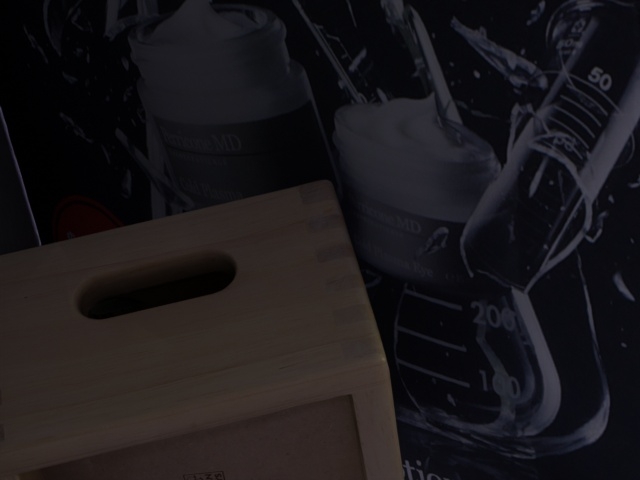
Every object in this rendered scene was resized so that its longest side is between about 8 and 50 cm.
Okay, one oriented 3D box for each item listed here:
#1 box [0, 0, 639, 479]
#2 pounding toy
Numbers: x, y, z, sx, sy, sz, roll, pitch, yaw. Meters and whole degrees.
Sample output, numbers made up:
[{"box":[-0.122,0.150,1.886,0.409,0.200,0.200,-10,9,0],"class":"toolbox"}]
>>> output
[{"box":[0.035,-0.055,0.620,0.343,0.179,0.313,11,-58,41],"class":"box"},{"box":[-0.012,0.081,0.537,0.206,0.181,0.094,80,-4,-46],"class":"pounding toy"}]
